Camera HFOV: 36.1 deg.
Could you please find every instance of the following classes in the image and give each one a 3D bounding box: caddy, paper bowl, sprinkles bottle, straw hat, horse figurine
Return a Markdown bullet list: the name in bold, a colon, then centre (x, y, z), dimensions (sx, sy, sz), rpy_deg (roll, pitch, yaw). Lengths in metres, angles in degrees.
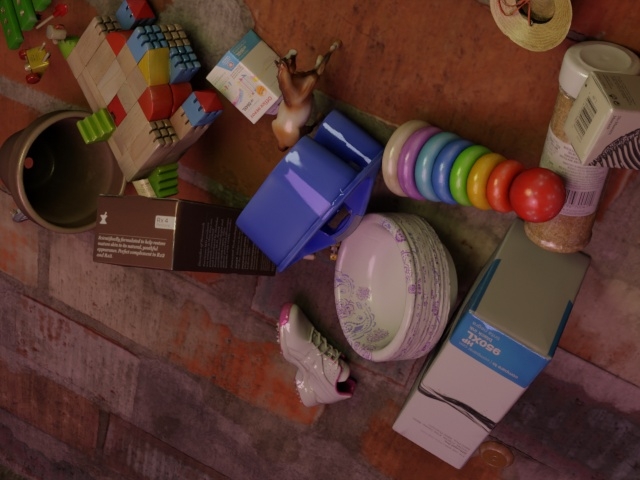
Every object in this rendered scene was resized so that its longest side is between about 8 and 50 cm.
- **caddy**: centre (-0.002, -0.079, 1.835), dimensions (0.179, 0.241, 0.341), rpy_deg (43, 136, 1)
- **paper bowl**: centre (0.154, 0.087, 1.887), dimensions (0.148, 0.284, 0.284), rpy_deg (0, 144, -28)
- **sprinkles bottle**: centre (0.422, -0.145, 1.606), dimensions (0.121, 0.121, 0.356), rpy_deg (19, 134, 16)
- **straw hat**: centre (0.338, -0.368, 1.511), dimensions (0.144, 0.061, 0.145), rpy_deg (27, 134, 32)
- **horse figurine**: centre (-0.038, -0.246, 1.758), dimensions (0.066, 0.174, 0.263), rpy_deg (29, 136, 10)

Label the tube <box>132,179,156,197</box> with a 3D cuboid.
- **tube**: centre (-0.401, -0.191, 2.104), dimensions (0.062, 0.070, 0.240), rpy_deg (16, 134, 47)

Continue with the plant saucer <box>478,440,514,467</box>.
- **plant saucer**: centre (0.398, 0.491, 2.234), dimensions (0.083, 0.015, 0.083), rpy_deg (17, 133, 19)

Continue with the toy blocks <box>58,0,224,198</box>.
- **toy blocks**: centre (-0.333, -0.303, 1.861), dimensions (0.261, 0.190, 0.382), rpy_deg (-39, 75, 44)

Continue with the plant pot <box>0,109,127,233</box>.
- **plant pot**: centre (-0.587, -0.156, 2.138), dimensions (0.229, 0.263, 0.263), rpy_deg (11, 133, 46)

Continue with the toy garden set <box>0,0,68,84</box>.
- **toy garden set**: centre (-0.547, -0.447, 1.935), dimensions (0.244, 0.049, 0.204), rpy_deg (-35, 69, 43)

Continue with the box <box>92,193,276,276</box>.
- **box**: centre (-0.252, -0.006, 1.949), dimensions (0.191, 0.381, 0.143), rpy_deg (5, 87, 28)

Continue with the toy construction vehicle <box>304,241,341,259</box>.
- **toy construction vehicle**: centre (0.000, 0.000, 2.009), dimensions (0.085, 0.098, 0.035), rpy_deg (11, 131, 0)

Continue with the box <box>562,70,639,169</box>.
- **box**: centre (0.511, -0.169, 1.453), dimensions (0.275, 0.094, 0.113), rpy_deg (2, 135, -15)

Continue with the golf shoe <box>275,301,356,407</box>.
- **golf shoe**: centre (-0.007, 0.255, 2.225), dimensions (0.140, 0.115, 0.306), rpy_deg (-3, 132, 20)

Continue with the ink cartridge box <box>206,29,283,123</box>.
- **ink cartridge box**: centre (-0.119, -0.297, 1.824), dimensions (0.143, 0.090, 0.092), rpy_deg (43, 135, -7)

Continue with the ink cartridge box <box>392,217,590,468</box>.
- **ink cartridge box**: centre (0.314, 0.199, 1.843), dimensions (0.166, 0.285, 0.395), rpy_deg (30, 136, 6)

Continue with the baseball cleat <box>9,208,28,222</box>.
- **baseball cleat**: centre (-0.666, -0.068, 2.362), dimensions (0.109, 0.072, 0.206), rpy_deg (44, 139, -18)

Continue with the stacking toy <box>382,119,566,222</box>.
- **stacking toy**: centre (0.264, -0.102, 1.652), dimensions (0.330, 0.141, 0.141), rpy_deg (24, 139, 42)
